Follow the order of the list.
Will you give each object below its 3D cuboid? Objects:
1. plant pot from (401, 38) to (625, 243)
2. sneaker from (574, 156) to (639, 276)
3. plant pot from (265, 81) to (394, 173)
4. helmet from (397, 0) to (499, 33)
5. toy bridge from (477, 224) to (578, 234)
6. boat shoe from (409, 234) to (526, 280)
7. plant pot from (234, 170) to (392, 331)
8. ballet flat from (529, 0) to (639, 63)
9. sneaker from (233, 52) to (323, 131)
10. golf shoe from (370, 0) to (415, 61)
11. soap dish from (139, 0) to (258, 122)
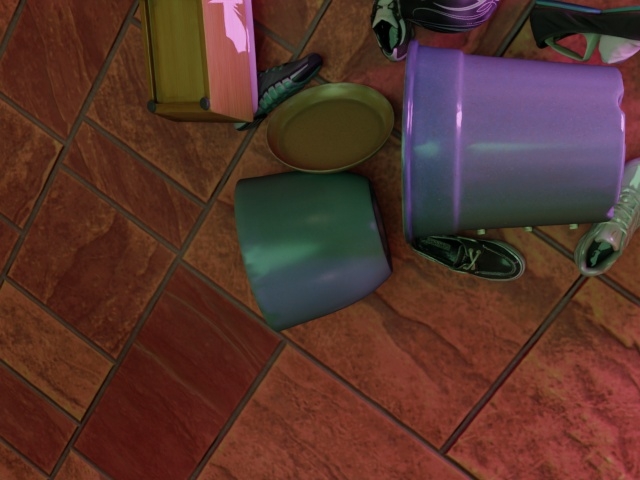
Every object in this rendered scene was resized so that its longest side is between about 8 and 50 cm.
[{"bbox_3d":[0.312,-0.158,1.461,0.334,0.341,0.341,2,105,11],"label":"plant pot"},{"bbox_3d":[0.513,-0.030,1.523,0.090,0.115,0.232,24,110,12],"label":"sneaker"},{"bbox_3d":[0.019,-0.200,1.613,0.236,0.236,0.032,4,141,18],"label":"plant pot"},{"bbox_3d":[0.222,-0.426,1.490,0.161,0.169,0.169,9,106,18],"label":"helmet"},{"bbox_3d":[0.378,-0.048,1.613,0.188,0.026,0.063,-4,101,19],"label":"toy bridge"},{"bbox_3d":[0.270,0.030,1.646,0.219,0.070,0.078,16,108,14],"label":"boat shoe"},{"bbox_3d":[0.000,0.000,1.625,0.235,0.293,0.293,-14,99,9],"label":"plant pot"},{"bbox_3d":[0.455,-0.335,1.426,0.280,0.095,0.096,24,118,54],"label":"ballet flat"},{"bbox_3d":[-0.101,-0.305,1.683,0.224,0.083,0.098,-35,86,24],"label":"sneaker"},{"bbox_3d":[0.126,-0.417,1.569,0.077,0.094,0.198,-8,99,22],"label":"golf shoe"},{"bbox_3d":[-0.233,-0.363,1.652,0.229,0.118,0.291,8,107,42],"label":"soap dish"}]
